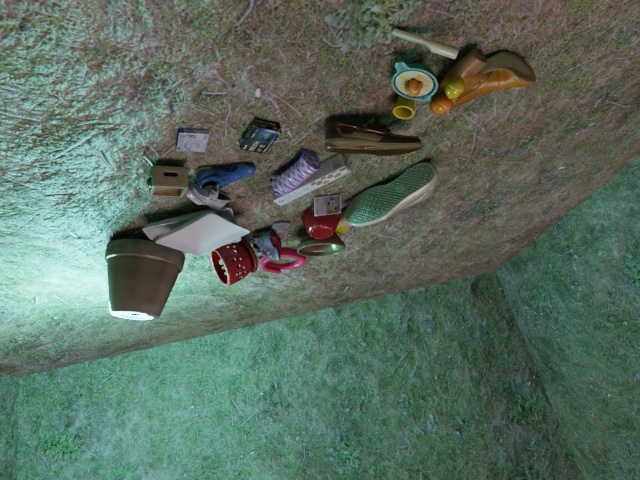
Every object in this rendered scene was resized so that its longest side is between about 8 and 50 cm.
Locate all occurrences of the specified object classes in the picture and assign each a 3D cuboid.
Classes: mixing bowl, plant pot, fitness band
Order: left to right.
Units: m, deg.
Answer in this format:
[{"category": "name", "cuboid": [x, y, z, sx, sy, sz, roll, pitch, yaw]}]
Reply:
[{"category": "plant pot", "cuboid": [-0.751, 0.179, 1.872, 0.323, 0.281, 0.323, 2, 160, 1]}, {"category": "plant pot", "cuboid": [-0.401, 0.096, 2.100, 0.174, 0.191, 0.191, -25, 164, -28]}, {"category": "fitness band", "cuboid": [-0.206, 0.112, 2.458, 0.209, 0.054, 0.291, -29, 155, 24]}, {"category": "plant pot", "cuboid": [0.000, 0.000, 2.211, 0.237, 0.110, 0.237, -4, 164, -1]}, {"category": "mixing bowl", "cuboid": [0.002, -0.069, 2.029, 0.181, 0.098, 0.181, -1, 144, -1]}]

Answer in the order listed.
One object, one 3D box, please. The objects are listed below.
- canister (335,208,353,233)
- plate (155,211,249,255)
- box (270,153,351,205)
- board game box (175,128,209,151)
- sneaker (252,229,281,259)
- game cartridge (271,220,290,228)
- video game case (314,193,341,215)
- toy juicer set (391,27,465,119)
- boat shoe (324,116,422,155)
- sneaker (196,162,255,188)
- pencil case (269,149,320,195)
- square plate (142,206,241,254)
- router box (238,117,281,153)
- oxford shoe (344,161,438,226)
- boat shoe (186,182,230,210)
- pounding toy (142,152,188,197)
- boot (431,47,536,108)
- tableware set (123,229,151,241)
[{"category": "canister", "cuboid": [0.128, -0.098, 2.135, 0.170, 0.073, 0.126, -30, 153, 36]}, {"category": "plate", "cuboid": [-0.470, -0.031, 1.805, 0.278, 0.045, 0.277, -24, 158, 16]}, {"category": "box", "cuboid": [-0.041, -0.232, 1.725, 0.324, 0.067, 0.063, -24, 156, 19]}, {"category": "board game box", "cuboid": [-0.396, -0.308, 1.380, 0.090, 0.020, 0.090, -3, 154, -26]}, {"category": "sneaker", "cuboid": [-0.262, 0.019, 2.172, 0.125, 0.104, 0.262, 1, 155, 8]}, {"category": "game cartridge", "cuboid": [-0.183, -0.073, 2.076, 0.083, 0.017, 0.056, -2, 158, -28]}, {"category": "video game case", "cuboid": [0.032, -0.154, 1.951, 0.122, 0.011, 0.087, -8, 113, -17]}, {"category": "toy juicer set", "cuboid": [0.310, -0.456, 1.290, 0.209, 0.090, 0.329, 10, 161, 15]}, {"category": "boat shoe", "cuboid": [0.180, -0.355, 1.495, 0.341, 0.123, 0.123, 0, 180, -11]}, {"category": "sneaker", "cuboid": [-0.326, -0.218, 1.560, 0.209, 0.082, 0.069, -9, 155, -17]}, {"category": "pencil case", "cuboid": [-0.095, -0.248, 1.640, 0.206, 0.086, 0.088, -32, 118, 34]}, {"category": "square plate", "cuboid": [-0.525, -0.038, 1.879, 0.347, 0.049, 0.344, -14, 159, -8]}, {"category": "router box", "cuboid": [-0.193, -0.332, 1.427, 0.092, 0.038, 0.122, 3, 152, -36]}, {"category": "oxford shoe", "cuboid": [0.314, -0.181, 1.948, 0.449, 0.169, 0.130, -29, 156, 20]}, {"category": "boat shoe", "cuboid": [-0.410, -0.174, 1.634, 0.075, 0.083, 0.226, -31, 167, 10]}, {"category": "pounding toy", "cuboid": [-0.514, -0.210, 1.466, 0.141, 0.100, 0.130, 1, 168, -28]}, {"category": "boot", "cuboid": [0.509, -0.496, 1.422, 0.295, 0.104, 0.211, 3, 158, -25]}, {"category": "tableware set", "cuboid": [-0.734, -0.009, 1.875, 0.168, 0.020, 0.141, 9, 148, -45]}]
